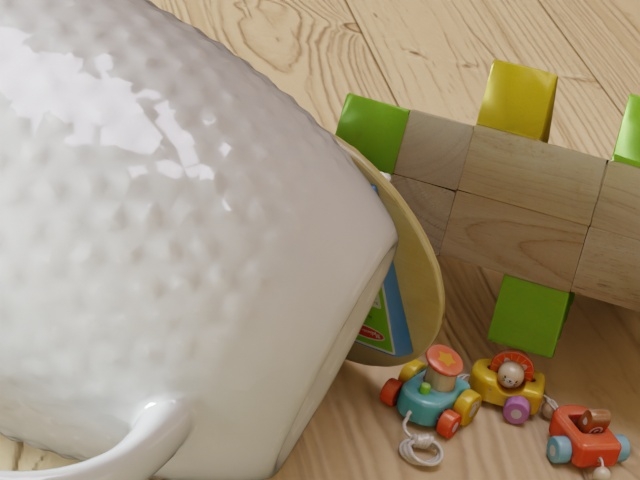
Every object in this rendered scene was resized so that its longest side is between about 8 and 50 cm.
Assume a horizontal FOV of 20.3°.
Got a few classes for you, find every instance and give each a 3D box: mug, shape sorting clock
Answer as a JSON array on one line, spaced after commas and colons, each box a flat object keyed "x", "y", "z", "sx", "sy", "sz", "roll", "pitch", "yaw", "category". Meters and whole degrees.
[{"x": -0.152, "y": 0.021, "z": 1.039, "sx": 0.328, "sy": 0.276, "sz": 0.374, "roll": 27, "pitch": 40, "yaw": 6, "category": "mug"}, {"x": 0.000, "y": 0.000, "z": 1.208, "sx": 0.206, "sy": 0.206, "sz": 0.040, "roll": 29, "pitch": 48, "yaw": 26, "category": "shape sorting clock"}]

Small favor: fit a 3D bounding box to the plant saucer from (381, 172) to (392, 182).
[{"x": 0.002, "y": -0.029, "z": 1.444, "sx": 0.168, "sy": 0.029, "sz": 0.168, "roll": 11, "pitch": 28, "yaw": -6, "category": "plant saucer"}]

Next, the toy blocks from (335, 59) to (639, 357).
[{"x": 0.216, "y": -0.011, "z": 1.352, "sx": 0.381, "sy": 0.191, "sz": 0.261, "roll": 16, "pitch": 5, "yaw": 14, "category": "toy blocks"}]

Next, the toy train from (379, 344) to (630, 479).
[{"x": 0.127, "y": 0.112, "z": 1.222, "sx": 0.166, "sy": 0.046, "sz": 0.125, "roll": 4, "pitch": 29, "yaw": -20, "category": "toy train"}]
